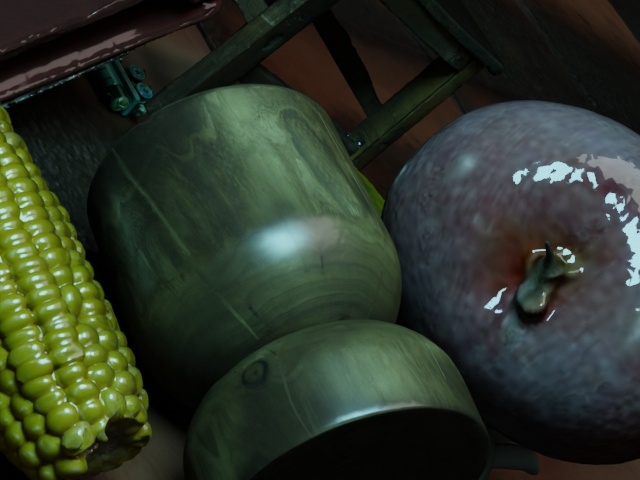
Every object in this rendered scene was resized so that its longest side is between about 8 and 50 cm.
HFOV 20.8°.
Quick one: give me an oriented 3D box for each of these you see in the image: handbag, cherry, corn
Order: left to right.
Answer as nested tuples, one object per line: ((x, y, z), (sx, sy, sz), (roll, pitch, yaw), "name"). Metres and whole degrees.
((-0.196, -0.005, 0.978), (0.318, 0.115, 0.115), (56, 24, 19), "corn")
((-0.216, -0.222, 1.185), (0.275, 0.084, 0.260), (-28, 71, -40), "handbag")
((0.163, 0.032, 1.206), (0.261, 0.221, 0.307), (48, -8, 11), "cherry")

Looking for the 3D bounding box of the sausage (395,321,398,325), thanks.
((0.101, 0.016, 1.492), (0.097, 0.094, 0.348), (62, 21, -1), "sausage")

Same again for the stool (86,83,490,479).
((-0.026, 0.054, 1.088), (0.179, 0.179, 0.264), (22, 34, -46), "stool")

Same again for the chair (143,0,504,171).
((0.055, -0.241, 1.357), (0.240, 0.416, 0.203), (33, 25, -55), "chair")

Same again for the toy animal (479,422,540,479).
((0.081, 0.165, 1.250), (0.182, 0.131, 0.127), (-64, 143, -58), "toy animal")

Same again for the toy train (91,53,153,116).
((-0.162, -0.134, 1.344), (0.045, 0.029, 0.092), (3, 50, -50), "toy train")

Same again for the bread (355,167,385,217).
((0.000, 0.000, 1.304), (0.111, 0.114, 0.129), (38, 24, -24), "bread")
